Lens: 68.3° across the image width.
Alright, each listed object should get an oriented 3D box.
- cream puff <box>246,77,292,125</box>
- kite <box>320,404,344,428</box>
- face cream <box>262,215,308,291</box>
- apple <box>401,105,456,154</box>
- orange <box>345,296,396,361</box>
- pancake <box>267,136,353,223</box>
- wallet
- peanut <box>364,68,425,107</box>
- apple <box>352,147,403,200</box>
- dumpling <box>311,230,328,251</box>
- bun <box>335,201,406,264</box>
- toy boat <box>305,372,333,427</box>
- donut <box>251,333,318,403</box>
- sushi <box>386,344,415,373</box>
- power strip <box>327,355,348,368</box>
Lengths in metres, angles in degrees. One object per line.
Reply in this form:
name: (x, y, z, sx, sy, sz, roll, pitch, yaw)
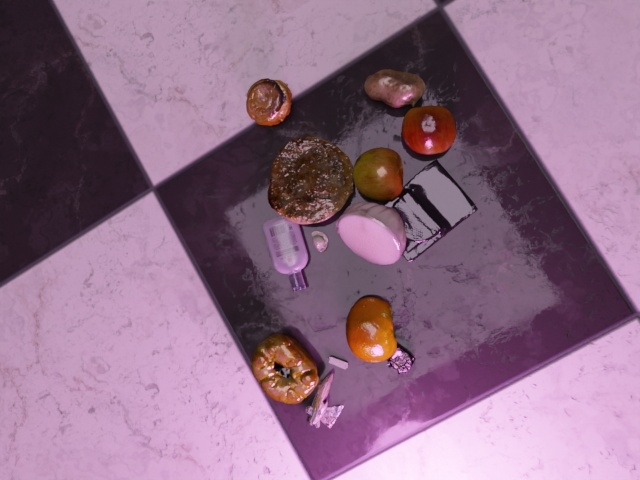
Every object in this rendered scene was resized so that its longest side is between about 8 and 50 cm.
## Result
cream puff: (-0.192, -0.531, 1.808, 0.189, 0.129, 0.189, 1, 92, 16)
kite: (0.024, 0.640, 1.798, 0.139, 0.011, 0.156, -8, 87, 6)
face cream: (-0.120, 0.050, 1.805, 0.144, 0.071, 0.291, -19, 85, 4)
apple: (0.394, -0.403, 1.718, 0.195, 0.160, 0.173, -1, 110, 14)
orange: (0.180, 0.328, 1.703, 0.179, 0.158, 0.237, 0, 92, 30)
pancake: (-0.038, -0.225, 1.787, 0.356, 0.065, 0.356, -3, 72, 10)
wallet: (0.381, -0.109, 1.756, 0.323, 0.041, 0.247, -39, 85, 6)
peanut: (0.274, -0.561, 1.746, 0.224, 0.129, 0.129, 18, 91, 17)
apple: (0.210, -0.240, 1.712, 0.196, 0.196, 0.196, 0, 88, 8)
dumpling: (0.000, 0.001, 1.807, 0.059, 0.043, 0.077, -27, 68, -10)
bun: (0.207, -0.056, 1.703, 0.263, 0.263, 0.175, 34, 61, 8)
toy boat: (0.003, 0.590, 1.764, 0.066, 0.084, 0.210, 21, 87, 21)
donut: (-0.135, 0.478, 1.765, 0.208, 0.128, 0.261, -38, 83, 6)
sushi: (0.294, 0.445, 1.744, 0.083, 0.056, 0.084, 33, 92, 1)
power strip: (0.066, 0.463, 1.792, 0.083, 0.017, 0.027, 21, 90, 8)
